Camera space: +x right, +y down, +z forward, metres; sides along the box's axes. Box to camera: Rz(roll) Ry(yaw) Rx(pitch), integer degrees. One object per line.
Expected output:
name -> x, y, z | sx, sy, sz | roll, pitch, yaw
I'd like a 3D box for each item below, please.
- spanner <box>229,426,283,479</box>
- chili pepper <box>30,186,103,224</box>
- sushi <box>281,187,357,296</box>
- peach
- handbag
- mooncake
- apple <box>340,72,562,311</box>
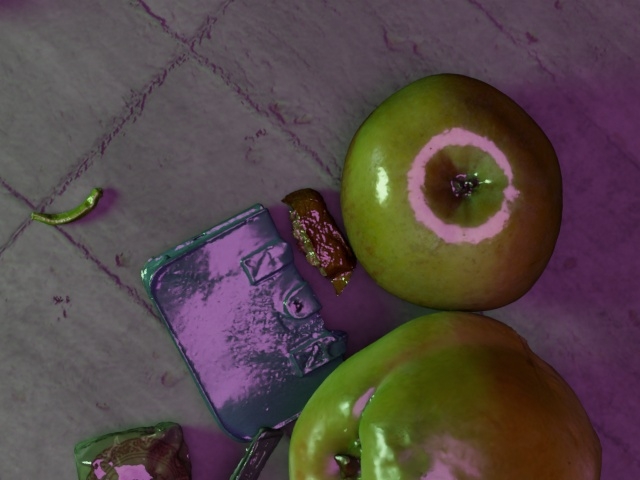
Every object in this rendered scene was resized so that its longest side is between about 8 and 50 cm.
spanner -> -0.130, 0.344, 1.924 | 0.093, 0.026, 0.325 | 25, 100, -38
chili pepper -> -0.274, -0.035, 1.907 | 0.083, 0.017, 0.030 | -27, 97, -6
sushi -> 0.000, 0.000, 1.924 | 0.055, 0.052, 0.120 | -32, 98, -2
peach -> 0.136, 0.246, 1.841 | 0.316, 0.281, 0.314 | 25, 107, -32
handbag -> -0.074, 0.091, 1.920 | 0.179, 0.062, 0.229 | -27, 100, -5
mooncake -> -0.200, 0.272, 1.919 | 0.125, 0.073, 0.130 | -13, 99, -7
apple -> 0.141, -0.046, 1.866 | 0.261, 0.194, 0.260 | 0, 91, -1
